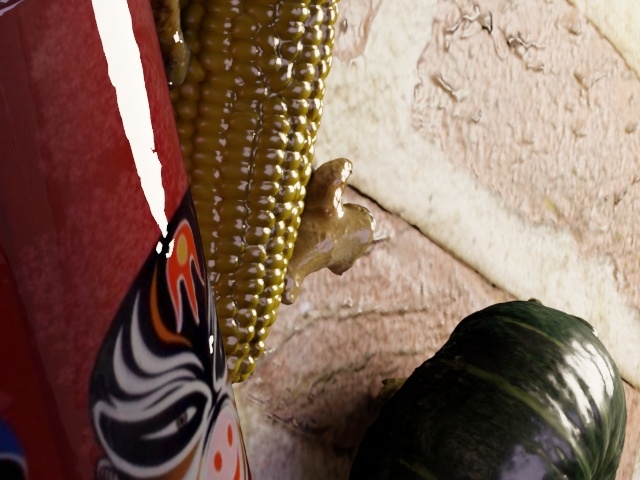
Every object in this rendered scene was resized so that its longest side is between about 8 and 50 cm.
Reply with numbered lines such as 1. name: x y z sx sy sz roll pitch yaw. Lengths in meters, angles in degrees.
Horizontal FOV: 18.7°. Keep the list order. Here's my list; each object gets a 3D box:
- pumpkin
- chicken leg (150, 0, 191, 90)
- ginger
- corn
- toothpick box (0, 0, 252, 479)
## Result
1. pumpkin: 0.098 0.135 1.181 0.211 0.152 0.211 19 90 -74
2. chicken leg: -0.090 -0.141 0.838 0.196 0.125 0.080 51 33 -51
3. ginger: 0.001 0.000 1.099 0.048 0.030 0.097 37 64 -25
4. corn: -0.044 -0.058 0.960 0.091 0.091 0.260 -13 113 -60
5. toothpick box: -0.140 0.033 0.744 0.204 0.204 0.333 -41 131 -43
